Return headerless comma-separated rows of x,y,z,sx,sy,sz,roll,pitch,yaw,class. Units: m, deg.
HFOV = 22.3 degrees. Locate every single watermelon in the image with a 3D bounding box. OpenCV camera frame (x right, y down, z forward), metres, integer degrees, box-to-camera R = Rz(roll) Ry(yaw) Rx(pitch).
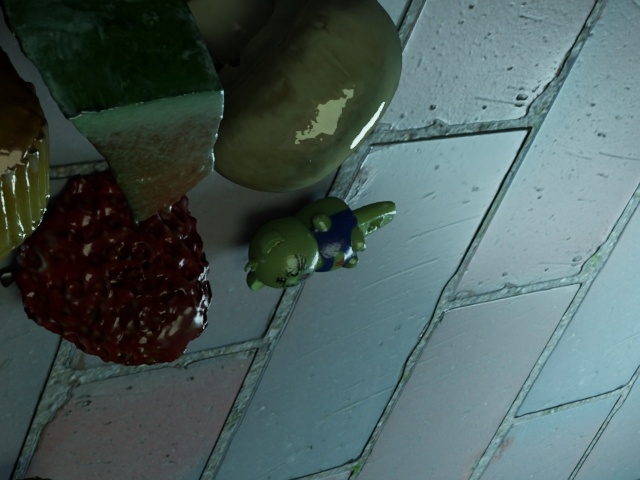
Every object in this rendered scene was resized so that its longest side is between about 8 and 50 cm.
-0.179,-0.191,1.461,0.151,0.264,0.302,-26,157,0,watermelon

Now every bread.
-0.378,-0.062,1.420,0.288,0.204,0.156,-24,148,-18,bread

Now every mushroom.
-0.052,-0.175,1.630,0.234,0.254,0.260,37,127,-15,mushroom

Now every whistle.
0.000,0.000,1.996,0.227,0.085,0.105,-20,151,-30,whistle

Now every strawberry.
-0.204,0.044,1.758,0.234,0.178,0.234,-27,139,-27,strawberry

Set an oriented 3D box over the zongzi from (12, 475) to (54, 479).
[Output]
-0.485,0.462,1.963,0.360,0.160,0.323,-14,138,-37,zongzi
